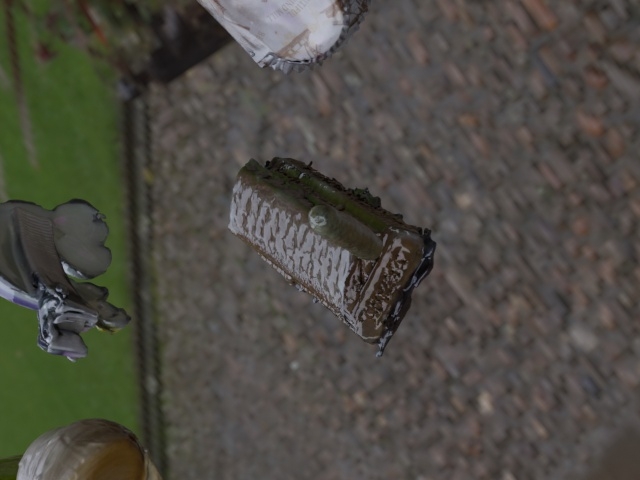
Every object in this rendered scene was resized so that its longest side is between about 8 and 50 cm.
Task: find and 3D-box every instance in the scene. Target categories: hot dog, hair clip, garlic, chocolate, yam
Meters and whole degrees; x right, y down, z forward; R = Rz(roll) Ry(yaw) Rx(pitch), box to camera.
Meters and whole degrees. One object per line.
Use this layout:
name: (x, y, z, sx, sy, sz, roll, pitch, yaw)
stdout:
hot dog: (-0.050, -0.196, 1.188, 0.191, 0.108, 0.059, 41, -155, -15)
hair clip: (-0.188, 0.015, 1.208, 0.116, 0.049, 0.172, 21, -157, -32)
garlic: (-0.144, 0.150, 1.044, 0.074, 0.094, 0.113, 42, 149, 32)
chocolate: (-0.003, -0.005, 1.383, 0.065, 0.102, 0.329, 26, -176, -23)
yam: (0.016, -0.005, 1.071, 0.021, 0.021, 0.116, 48, -175, 19)

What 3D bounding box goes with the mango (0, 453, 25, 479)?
mango: (-0.241, 0.234, 1.285, 0.175, 0.293, 0.143, 102, 157, -56)
